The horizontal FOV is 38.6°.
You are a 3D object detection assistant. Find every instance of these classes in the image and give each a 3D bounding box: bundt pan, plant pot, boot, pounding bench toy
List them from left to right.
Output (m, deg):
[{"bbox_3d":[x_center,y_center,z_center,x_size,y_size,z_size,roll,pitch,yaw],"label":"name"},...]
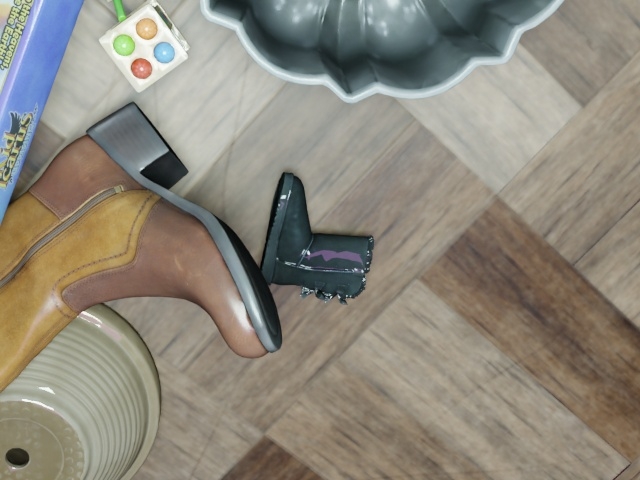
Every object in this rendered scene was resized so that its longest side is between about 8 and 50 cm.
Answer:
[{"bbox_3d":[-0.267,0.168,0.833,0.237,0.110,0.237,-2,109,-6],"label":"plant pot"},{"bbox_3d":[-0.199,0.056,0.737,0.280,0.096,0.264,-38,74,-1],"label":"boot"},{"bbox_3d":[-0.153,-0.173,0.748,0.052,0.065,0.083,-34,109,6],"label":"pounding bench toy"},{"bbox_3d":[0.000,0.000,0.839,0.099,0.045,0.121,9,115,-7],"label":"boot"},{"bbox_3d":[0.042,-0.280,0.703,0.330,0.124,0.331,-2,110,-5],"label":"bundt pan"}]

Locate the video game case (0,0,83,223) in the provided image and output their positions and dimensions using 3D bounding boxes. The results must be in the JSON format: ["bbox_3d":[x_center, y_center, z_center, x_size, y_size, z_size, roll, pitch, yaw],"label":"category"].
[{"bbox_3d":[-0.332,-0.131,0.700,0.244,0.061,0.270,29,106,10],"label":"video game case"}]
